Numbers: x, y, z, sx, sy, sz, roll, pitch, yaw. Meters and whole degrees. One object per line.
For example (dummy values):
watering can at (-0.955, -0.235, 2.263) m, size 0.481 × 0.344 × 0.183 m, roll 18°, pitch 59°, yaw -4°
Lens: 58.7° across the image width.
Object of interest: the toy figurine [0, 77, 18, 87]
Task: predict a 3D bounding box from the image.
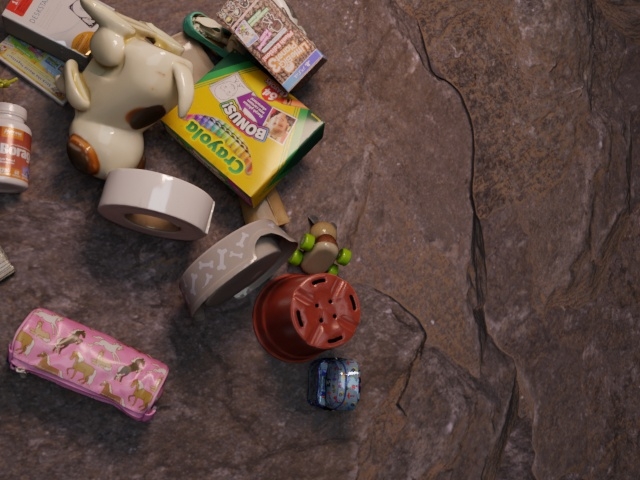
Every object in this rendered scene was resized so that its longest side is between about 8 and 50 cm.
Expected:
toy figurine at (-0.919, -0.279, 1.409) m, size 0.362 × 0.191 × 0.217 m, roll 2°, pitch 114°, yaw 10°

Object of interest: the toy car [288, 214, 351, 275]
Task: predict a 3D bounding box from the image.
toy car at (0.000, 0.000, 1.764) m, size 0.155 × 0.149 × 0.188 m, roll 22°, pitch 43°, yaw -19°

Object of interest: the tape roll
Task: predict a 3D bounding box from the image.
tape roll at (-0.431, -0.089, 1.505) m, size 0.286 × 0.286 × 0.100 m, roll 15°, pitch 73°, yaw -18°

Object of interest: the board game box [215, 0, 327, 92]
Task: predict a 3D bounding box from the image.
board game box at (-0.133, -0.591, 1.669) m, size 0.141 × 0.232 × 0.291 m, roll -43°, pitch 99°, yaw 14°

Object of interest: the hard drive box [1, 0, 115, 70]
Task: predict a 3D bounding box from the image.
hard drive box at (-0.719, -0.610, 1.578) m, size 0.232 × 0.089 × 0.181 m, roll 24°, pitch 71°, yaw -16°

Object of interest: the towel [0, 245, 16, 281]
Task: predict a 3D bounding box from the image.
towel at (-0.977, 0.022, 1.392) m, size 0.312 × 0.056 × 0.324 m, roll -34°, pitch 92°, yaw -24°

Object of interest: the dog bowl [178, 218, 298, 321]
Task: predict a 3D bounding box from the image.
dog bowl at (-0.226, 0.073, 1.532) m, size 0.348 × 0.349 × 0.102 m, roll -33°, pitch 81°, yaw -24°

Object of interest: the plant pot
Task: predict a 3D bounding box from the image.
plant pot at (-0.030, 0.210, 1.610) m, size 0.272 × 0.265 × 0.273 m, roll 4°, pitch 78°, yaw -20°

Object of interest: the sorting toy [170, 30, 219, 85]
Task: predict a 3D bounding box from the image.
sorting toy at (-0.418, -0.520, 1.731) m, size 0.347 × 0.047 × 0.196 m, roll -35°, pitch 97°, yaw -24°

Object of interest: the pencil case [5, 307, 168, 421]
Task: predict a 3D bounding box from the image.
pencil case at (-0.575, 0.316, 1.433) m, size 0.386 × 0.160 × 0.167 m, roll 28°, pitch 79°, yaw -15°

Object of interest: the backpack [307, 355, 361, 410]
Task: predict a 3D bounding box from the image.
backpack at (0.045, 0.415, 1.646) m, size 0.116 × 0.173 × 0.158 m, roll 9°, pitch 77°, yaw -19°

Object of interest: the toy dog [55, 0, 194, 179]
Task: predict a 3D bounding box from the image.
toy dog at (-0.514, -0.353, 1.512) m, size 0.395 × 0.284 × 0.408 m, roll 38°, pitch 109°, yaw 12°

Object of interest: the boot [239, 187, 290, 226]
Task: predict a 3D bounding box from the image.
boot at (-0.152, -0.174, 1.744) m, size 0.236 × 0.089 × 0.270 m, roll -20°, pitch 86°, yaw -11°

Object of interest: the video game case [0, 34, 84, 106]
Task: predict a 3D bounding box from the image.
video game case at (-0.758, -0.522, 1.608) m, size 0.227 × 0.026 × 0.206 m, roll 37°, pitch 68°, yaw -12°

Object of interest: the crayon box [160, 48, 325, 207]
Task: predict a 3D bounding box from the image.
crayon box at (-0.225, -0.330, 1.659) m, size 0.363 × 0.106 × 0.313 m, roll 40°, pitch 74°, yaw 9°

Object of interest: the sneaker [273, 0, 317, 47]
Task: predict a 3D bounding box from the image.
sneaker at (-0.143, -0.666, 1.825) m, size 0.146 × 0.122 × 0.331 m, roll -41°, pitch 99°, yaw -19°

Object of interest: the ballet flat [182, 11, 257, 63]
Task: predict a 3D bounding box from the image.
ballet flat at (-0.297, -0.610, 1.724) m, size 0.247 × 0.087 × 0.083 m, roll 24°, pitch 75°, yaw -19°

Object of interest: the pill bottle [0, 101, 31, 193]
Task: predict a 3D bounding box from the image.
pill bottle at (-0.817, -0.239, 1.473) m, size 0.121 × 0.121 × 0.216 m, roll 2°, pitch 79°, yaw -21°
